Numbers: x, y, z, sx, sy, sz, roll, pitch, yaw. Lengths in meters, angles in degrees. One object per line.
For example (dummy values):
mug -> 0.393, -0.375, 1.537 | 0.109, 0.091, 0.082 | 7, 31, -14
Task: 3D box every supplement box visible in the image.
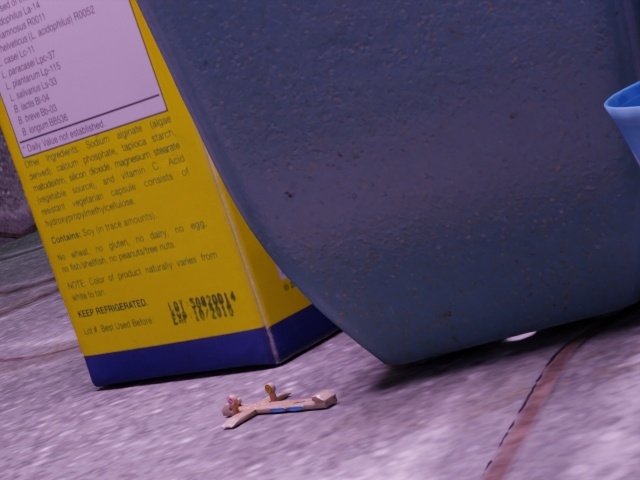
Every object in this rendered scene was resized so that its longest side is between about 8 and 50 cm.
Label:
supplement box -> -0.090, -0.102, 1.005 | 0.194, 0.357, 0.195 | -11, 10, 43

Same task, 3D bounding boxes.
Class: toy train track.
toy train track -> -0.025, 0.086, 0.785 | 0.083, 0.014, 0.048 | -11, 11, 44

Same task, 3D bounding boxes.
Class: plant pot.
plant pot -> 0.079, -0.077, 0.803 | 0.247, 0.252, 0.247 | -16, 8, 18

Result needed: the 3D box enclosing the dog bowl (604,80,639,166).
dog bowl -> 0.205, -0.033, 0.433 | 0.166, 0.074, 0.297 | -19, 8, -11
